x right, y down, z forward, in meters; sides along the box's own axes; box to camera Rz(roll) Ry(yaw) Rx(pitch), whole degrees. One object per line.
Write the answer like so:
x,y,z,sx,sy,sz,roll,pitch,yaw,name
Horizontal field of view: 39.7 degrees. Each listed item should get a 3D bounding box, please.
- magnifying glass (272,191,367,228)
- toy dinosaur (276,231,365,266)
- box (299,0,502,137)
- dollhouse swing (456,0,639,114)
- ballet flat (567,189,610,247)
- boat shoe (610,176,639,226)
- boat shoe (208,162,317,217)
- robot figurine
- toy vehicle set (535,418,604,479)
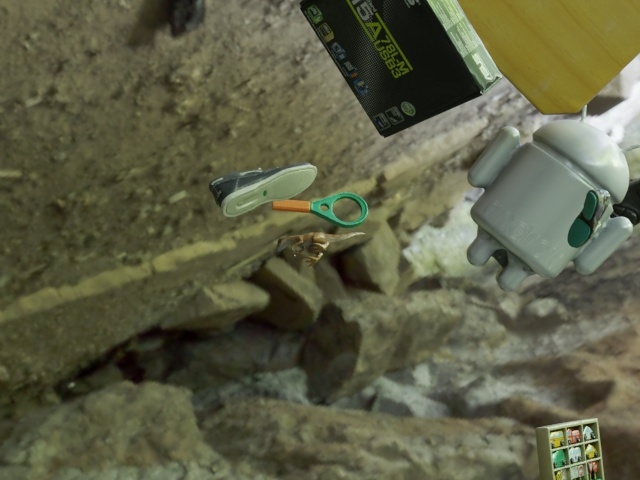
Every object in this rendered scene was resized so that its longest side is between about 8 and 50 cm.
-0.001,-0.078,2.132,0.230,0.092,0.026,4,152,-4,magnifying glass
0.000,0.000,2.039,0.211,0.064,0.112,-4,-145,2,toy dinosaur
0.082,-0.222,0.977,0.045,0.191,0.184,-40,-167,-28,box
0.407,-0.422,1.565,0.347,0.305,0.315,-46,-175,15,dollhouse swing
0.407,-0.032,1.328,0.041,0.041,0.114,-25,145,-29,ballet flat
0.729,-0.086,2.103,0.323,0.123,0.120,-17,179,20,boat shoe
-0.111,-0.120,1.771,0.233,0.079,0.084,-20,142,-30,boat shoe
0.414,-0.072,1.606,0.353,0.300,0.200,-52,178,7,robot figurine
0.614,0.531,2.170,0.035,0.166,0.266,-12,168,41,toy vehicle set
